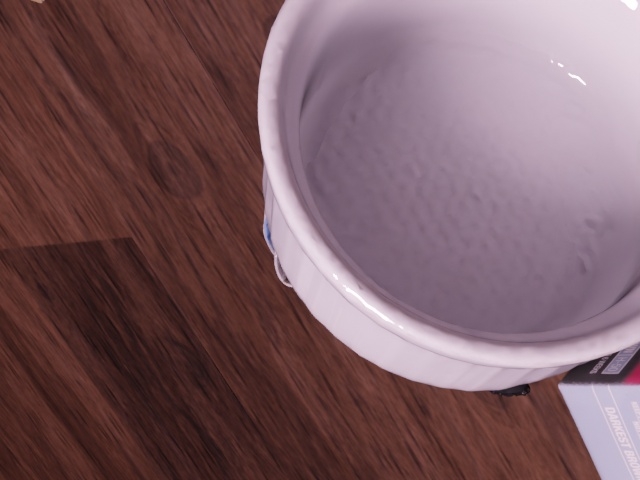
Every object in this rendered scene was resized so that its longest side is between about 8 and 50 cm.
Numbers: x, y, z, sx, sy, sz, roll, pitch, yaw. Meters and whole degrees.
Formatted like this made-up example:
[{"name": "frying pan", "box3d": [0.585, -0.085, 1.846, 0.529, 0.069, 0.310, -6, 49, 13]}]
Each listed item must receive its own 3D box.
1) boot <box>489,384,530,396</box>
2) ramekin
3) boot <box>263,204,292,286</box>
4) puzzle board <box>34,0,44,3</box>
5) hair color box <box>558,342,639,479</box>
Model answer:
[{"name": "boot", "box3d": [0.158, 0.091, 1.322, 0.121, 0.045, 0.099, 19, 137, 41]}, {"name": "ramekin", "box3d": [0.095, -0.046, 0.907, 0.277, 0.277, 0.135, 38, 160, 6]}, {"name": "boot", "box3d": [0.000, 0.000, 1.309, 0.095, 0.123, 0.258, 24, 141, 25]}, {"name": "puzzle board", "box3d": [-0.306, -0.271, 1.418, 0.128, 0.011, 0.096, 22, 142, 28]}, {"name": "hair color box", "box3d": [0.341, 0.070, 0.864, 0.374, 0.185, 0.113, -5, 119, 47]}]
